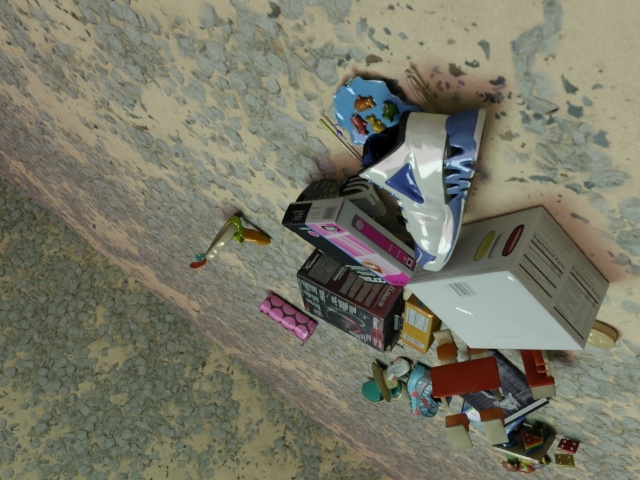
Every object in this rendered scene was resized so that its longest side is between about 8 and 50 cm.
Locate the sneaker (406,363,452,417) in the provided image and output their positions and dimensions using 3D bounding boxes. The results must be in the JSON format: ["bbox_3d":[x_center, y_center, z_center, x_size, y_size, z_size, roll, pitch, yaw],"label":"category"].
[{"bbox_3d":[0.349,0.496,1.747,0.125,0.104,0.262,16,148,33],"label":"sneaker"}]

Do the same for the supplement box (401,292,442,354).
[{"bbox_3d":[0.255,0.195,1.383,0.080,0.078,0.233,30,154,20],"label":"supplement box"}]

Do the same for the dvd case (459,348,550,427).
[{"bbox_3d":[0.444,0.378,1.423,0.221,0.018,0.164,42,120,-8],"label":"dvd case"}]

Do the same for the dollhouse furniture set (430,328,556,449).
[{"bbox_3d":[0.373,0.294,1.236,0.259,0.262,0.135,-15,130,17],"label":"dollhouse furniture set"}]

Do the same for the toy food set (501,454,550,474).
[{"bbox_3d":[0.636,0.703,1.767,0.128,0.071,0.218,30,154,14],"label":"toy food set"}]

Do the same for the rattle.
[{"bbox_3d":[-0.268,0.032,1.640,0.143,0.199,0.130,34,-179,-33],"label":"rattle"}]

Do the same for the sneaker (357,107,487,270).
[{"bbox_3d":[0.157,-0.100,0.922,0.182,0.127,0.315,15,142,14],"label":"sneaker"}]

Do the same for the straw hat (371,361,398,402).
[{"bbox_3d":[0.232,0.468,1.888,0.061,0.144,0.144,-26,124,15],"label":"straw hat"}]

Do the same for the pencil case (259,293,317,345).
[{"bbox_3d":[-0.117,0.277,1.988,0.209,0.095,0.098,36,170,6],"label":"pencil case"}]

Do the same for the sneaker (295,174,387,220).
[{"bbox_3d":[0.049,-0.063,1.201,0.229,0.086,0.132,-2,137,52],"label":"sneaker"}]

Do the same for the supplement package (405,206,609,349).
[{"bbox_3d":[0.329,0.079,1.012,0.204,0.145,0.262,44,153,-15],"label":"supplement package"}]

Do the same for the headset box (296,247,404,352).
[{"bbox_3d":[0.094,0.167,1.500,0.293,0.110,0.218,26,153,22],"label":"headset box"}]

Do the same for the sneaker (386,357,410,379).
[{"bbox_3d":[0.265,0.415,1.792,0.065,0.061,0.158,12,157,-10],"label":"sneaker"}]

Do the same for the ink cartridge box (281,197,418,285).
[{"bbox_3d":[0.106,0.027,1.199,0.371,0.069,0.176,32,160,-34],"label":"ink cartridge box"}]

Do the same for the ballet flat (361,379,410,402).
[{"bbox_3d":[0.243,0.550,2.010,0.086,0.086,0.248,44,153,-15],"label":"ballet flat"}]

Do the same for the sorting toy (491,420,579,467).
[{"bbox_3d":[0.566,0.540,1.531,0.274,0.132,0.046,6,111,41],"label":"sorting toy"}]

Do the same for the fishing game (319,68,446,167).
[{"bbox_3d":[0.098,-0.199,0.960,0.189,0.041,0.264,45,153,-23],"label":"fishing game"}]

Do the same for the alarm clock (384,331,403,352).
[{"bbox_3d":[0.151,0.256,1.634,0.192,0.064,0.129,36,155,-6],"label":"alarm clock"}]

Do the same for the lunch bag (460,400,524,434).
[{"bbox_3d":[0.477,0.447,1.513,0.129,0.096,0.151,36,126,0],"label":"lunch bag"}]

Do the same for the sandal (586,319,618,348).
[{"bbox_3d":[0.449,0.180,1.108,0.240,0.079,0.088,15,147,38],"label":"sandal"}]
